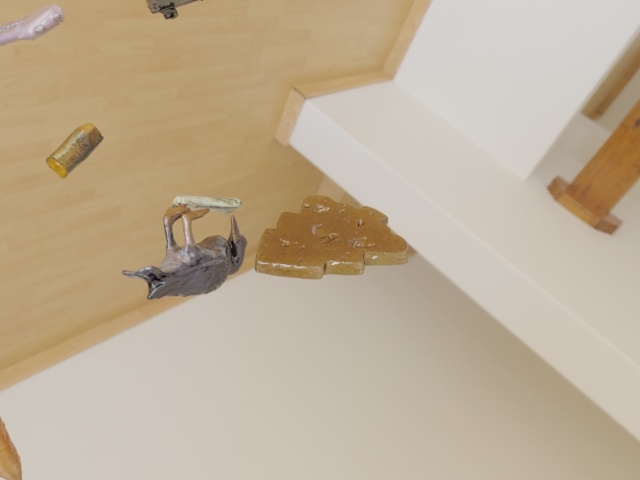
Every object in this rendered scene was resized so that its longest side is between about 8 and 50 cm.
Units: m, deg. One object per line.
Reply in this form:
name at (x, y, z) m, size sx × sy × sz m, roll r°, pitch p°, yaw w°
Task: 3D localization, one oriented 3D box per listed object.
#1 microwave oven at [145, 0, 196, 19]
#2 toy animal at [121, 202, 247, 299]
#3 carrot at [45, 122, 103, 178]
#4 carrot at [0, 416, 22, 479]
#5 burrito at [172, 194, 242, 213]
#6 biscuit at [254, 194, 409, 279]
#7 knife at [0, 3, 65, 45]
microwave oven at (-0.160, -0.412, 0.662) m, size 0.188 × 0.178 × 0.247 m, roll -20°, pitch -174°, yaw -12°
toy animal at (-0.260, 0.030, 1.112) m, size 0.298 × 0.122 × 0.185 m, roll -46°, pitch 130°, yaw -52°
carrot at (-0.713, -0.265, 1.600) m, size 0.173 × 0.082 × 0.082 m, roll -55°, pitch 164°, yaw -22°
carrot at (-0.561, 0.343, 0.942) m, size 0.072 × 0.072 × 0.205 m, roll -35°, pitch 118°, yaw -32°
burrito at (-0.278, -0.091, 1.360) m, size 0.171 × 0.042 × 0.051 m, roll 5°, pitch 177°, yaw -18°
biscuit at (0.000, 0.001, 1.024) m, size 0.301 × 0.278 × 0.043 m, roll -20°, pitch 129°, yaw -32°
knife at (-0.594, -0.394, 1.034) m, size 0.132 × 0.398 × 0.038 m, roll -59°, pitch 137°, yaw -27°
